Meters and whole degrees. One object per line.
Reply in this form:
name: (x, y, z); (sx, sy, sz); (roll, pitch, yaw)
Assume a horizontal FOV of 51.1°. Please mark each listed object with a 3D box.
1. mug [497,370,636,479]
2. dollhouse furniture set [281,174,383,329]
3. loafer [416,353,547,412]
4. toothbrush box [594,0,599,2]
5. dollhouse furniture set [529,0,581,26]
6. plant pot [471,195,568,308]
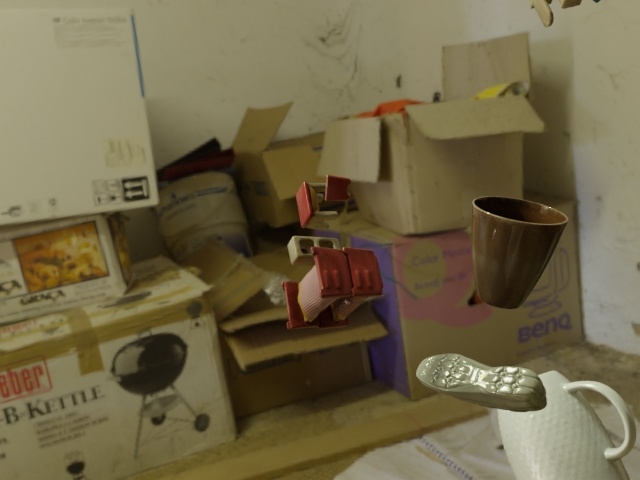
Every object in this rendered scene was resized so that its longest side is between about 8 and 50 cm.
mug: (0.669, 0.519, 1.815); (0.276, 0.327, 0.374); (-2, -27, -42)
dollhouse furniture set: (0.000, 0.000, 1.531); (0.152, 0.373, 0.201); (2, -30, -25)
loafer: (0.373, 0.343, 1.576); (0.320, 0.111, 0.112); (5, 51, 44)
toothbrush box: (0.458, -0.553, 1.014); (0.126, 0.216, 0.295); (-59, 7, -33)
dollhouse furniture set: (0.678, -0.643, 1.485); (0.356, 0.173, 0.303); (-14, -24, -4)
plant pot: (0.443, 0.036, 1.574); (0.216, 0.230, 0.215); (7, 19, -2)
